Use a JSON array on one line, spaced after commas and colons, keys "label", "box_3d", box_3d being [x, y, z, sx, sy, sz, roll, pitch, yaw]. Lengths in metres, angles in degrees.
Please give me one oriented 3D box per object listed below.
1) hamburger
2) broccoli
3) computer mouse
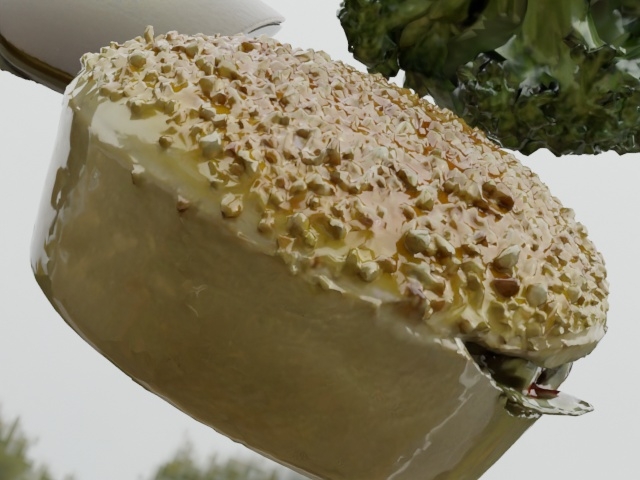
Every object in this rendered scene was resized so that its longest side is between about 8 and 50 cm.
[{"label": "hamburger", "box_3d": [0.000, 0.000, 0.871, 0.302, 0.170, 0.302, 31, 9, -6]}, {"label": "broccoli", "box_3d": [0.149, -0.185, 1.127, 0.288, 0.260, 0.235, -5, 15, -9]}, {"label": "computer mouse", "box_3d": [-0.130, -0.169, 1.321, 0.158, 0.310, 0.072, 24, -67, 10]}]
